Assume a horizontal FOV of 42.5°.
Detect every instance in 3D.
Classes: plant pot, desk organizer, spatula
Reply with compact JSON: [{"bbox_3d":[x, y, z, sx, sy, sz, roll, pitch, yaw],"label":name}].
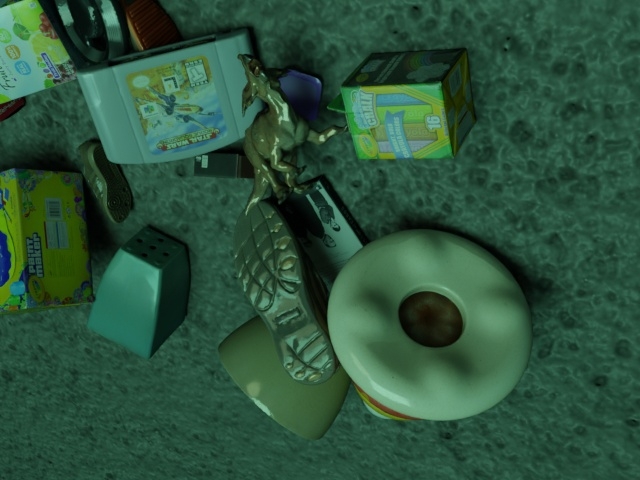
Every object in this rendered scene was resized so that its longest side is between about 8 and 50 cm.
[{"bbox_3d":[-0.390,0.100,1.817,0.166,0.165,0.234,26,126,9],"label":"plant pot"},{"bbox_3d":[-0.183,-0.143,1.576,0.130,0.050,0.047,8,96,44],"label":"desk organizer"},{"bbox_3d":[-0.059,-0.172,1.485,0.084,0.030,0.296,23,124,13],"label":"spatula"},{"bbox_3d":[-0.039,0.236,1.677,0.284,0.284,0.191,41,97,-5],"label":"plant pot"}]

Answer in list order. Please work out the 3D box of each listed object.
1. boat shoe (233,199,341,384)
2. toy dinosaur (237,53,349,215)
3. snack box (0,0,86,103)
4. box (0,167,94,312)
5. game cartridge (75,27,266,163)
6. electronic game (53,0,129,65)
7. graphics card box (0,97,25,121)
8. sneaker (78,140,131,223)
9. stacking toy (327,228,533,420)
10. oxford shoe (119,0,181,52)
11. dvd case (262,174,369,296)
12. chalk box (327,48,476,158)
[{"bbox_3d":[-0.059,0.097,1.540,0.132,0.130,0.355,-21,83,16],"label":"boat shoe"},{"bbox_3d":[-0.085,-0.182,1.395,0.200,0.127,0.295,44,138,10],"label":"toy dinosaur"},{"bbox_3d":[-0.577,-0.362,1.543,0.207,0.070,0.174,-16,128,10],"label":"snack box"},{"bbox_3d":[-0.664,0.013,1.797,0.279,0.177,0.289,-10,84,35],"label":"box"},{"bbox_3d":[-0.247,-0.240,1.428,0.297,0.062,0.198,-15,119,-3],"label":"game cartridge"},{"bbox_3d":[-0.410,-0.405,1.458,0.229,0.048,0.229,37,144,33],"label":"electronic game"},{"bbox_3d":[-0.761,-0.422,1.637,0.233,0.094,0.370,12,133,22],"label":"graphics card box"},{"bbox_3d":[-0.460,-0.127,1.749,0.071,0.066,0.188,17,128,40],"label":"sneaker"},{"bbox_3d":[0.169,0.233,1.552,0.351,0.350,0.480,26,150,10],"label":"stacking toy"},{"bbox_3d":[-0.297,-0.314,1.478,0.098,0.097,0.271,-4,123,39],"label":"oxford shoe"},{"bbox_3d":[0.000,0.000,1.602,0.179,0.029,0.238,-20,114,38],"label":"dvd case"},{"bbox_3d":[0.119,-0.212,1.296,0.213,0.132,0.132,3,126,29],"label":"chalk box"}]
